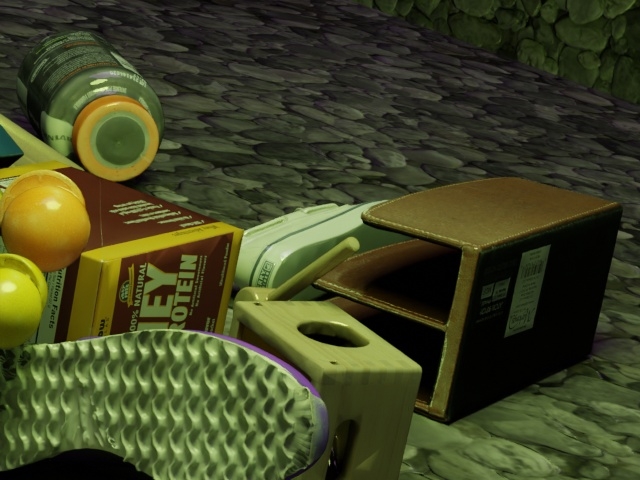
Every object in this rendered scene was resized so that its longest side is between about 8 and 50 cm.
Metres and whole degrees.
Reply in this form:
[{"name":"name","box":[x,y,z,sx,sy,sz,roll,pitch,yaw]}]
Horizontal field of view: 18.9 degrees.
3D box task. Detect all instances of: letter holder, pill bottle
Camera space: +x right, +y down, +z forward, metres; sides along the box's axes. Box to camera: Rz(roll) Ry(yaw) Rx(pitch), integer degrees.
[{"name":"letter holder","box":[0.103,0.028,1.714,0.214,0.152,0.302,18,17,28]},{"name":"pill bottle","box":[-0.245,-0.139,2.073,0.130,0.130,0.245,6,17,-21]}]

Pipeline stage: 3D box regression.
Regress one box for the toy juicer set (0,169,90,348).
[{"name":"toy juicer set","box":[-0.281,0.062,1.280,0.209,0.089,0.329,13,46,34]}]

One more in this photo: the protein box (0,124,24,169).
[{"name":"protein box","box":[-0.377,-0.104,1.611,0.200,0.136,0.201,50,3,-2]}]

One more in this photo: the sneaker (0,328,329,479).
[{"name":"sneaker","box":[-0.104,0.105,1.287,0.293,0.102,0.146,1,1,31]}]

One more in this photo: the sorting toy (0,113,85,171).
[{"name":"sorting toy","box":[-0.362,-0.097,1.835,0.307,0.041,0.229,34,14,-12]}]

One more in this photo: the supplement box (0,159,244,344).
[{"name":"supplement box","box":[-0.200,0.034,1.502,0.194,0.129,0.191,20,17,26]}]

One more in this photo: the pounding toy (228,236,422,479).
[{"name":"pounding toy","box":[-0.027,0.084,1.358,0.094,0.181,0.206,1,19,-33]}]

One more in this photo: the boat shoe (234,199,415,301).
[{"name":"boat shoe","box":[0.000,0.000,1.835,0.084,0.095,0.258,26,19,29]}]
